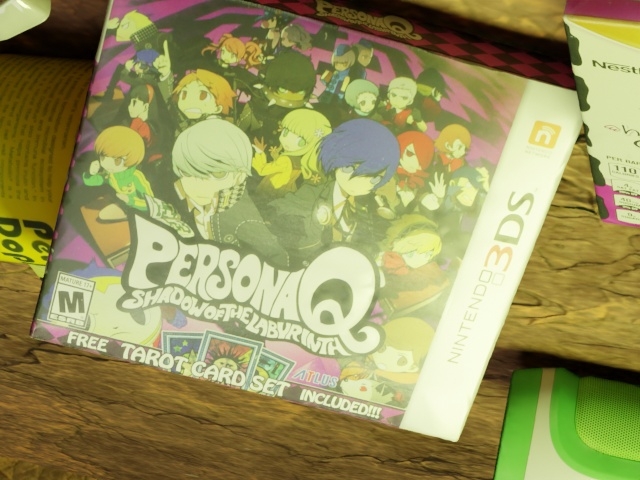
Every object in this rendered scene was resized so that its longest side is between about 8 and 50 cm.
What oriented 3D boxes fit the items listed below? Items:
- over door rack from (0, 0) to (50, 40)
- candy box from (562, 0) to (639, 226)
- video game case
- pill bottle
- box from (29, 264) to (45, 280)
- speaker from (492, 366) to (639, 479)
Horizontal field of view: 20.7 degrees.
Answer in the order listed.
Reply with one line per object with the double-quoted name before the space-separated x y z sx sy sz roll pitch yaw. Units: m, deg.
"over door rack" -0.302 -0.153 0.761 0.324 0.108 0.239 -10 153 35
"candy box" 0.192 -0.064 0.734 0.159 0.071 0.233 8 163 16
"video game case" -0.009 -0.017 0.864 0.232 0.210 0.042 15 -152 -7
"pill bottle" -0.125 -0.041 0.964 0.215 0.117 0.117 6 163 21
"box" -0.164 -0.022 1.167 0.087 0.058 0.232 10 164 8
"speaker" 0.288 0.181 1.378 0.297 0.131 0.131 10 164 6
